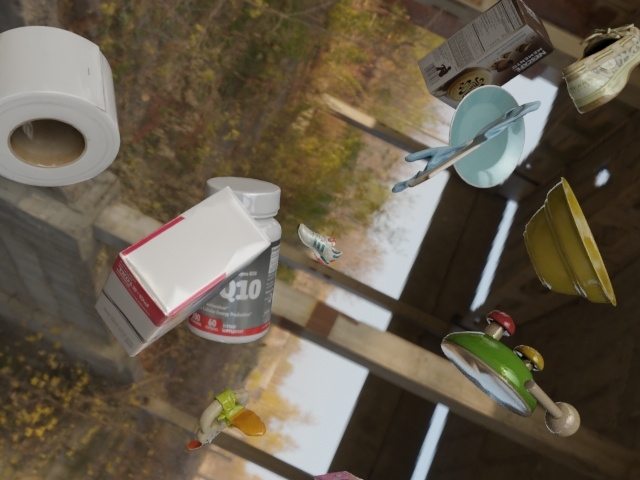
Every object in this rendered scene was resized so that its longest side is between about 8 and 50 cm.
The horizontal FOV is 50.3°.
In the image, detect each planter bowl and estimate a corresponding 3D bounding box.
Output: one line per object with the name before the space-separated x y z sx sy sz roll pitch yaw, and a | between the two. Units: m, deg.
planter bowl | 0.384 0.015 1.083 0.090 0.217 0.217 -22 -160 24

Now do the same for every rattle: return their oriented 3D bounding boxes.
rattle | -0.207 0.437 1.524 0.199 0.143 0.130 -58 168 17

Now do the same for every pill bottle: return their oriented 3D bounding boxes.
pill bottle | -0.160 0.033 1.274 0.161 0.161 0.283 -65 164 -74

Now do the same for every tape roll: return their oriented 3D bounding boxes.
tape roll | -0.495 -0.236 1.232 0.246 0.246 0.169 116 -35 -51

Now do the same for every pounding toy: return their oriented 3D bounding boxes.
pounding toy | 0.319 0.199 1.115 0.110 0.183 0.237 -47 -147 -11

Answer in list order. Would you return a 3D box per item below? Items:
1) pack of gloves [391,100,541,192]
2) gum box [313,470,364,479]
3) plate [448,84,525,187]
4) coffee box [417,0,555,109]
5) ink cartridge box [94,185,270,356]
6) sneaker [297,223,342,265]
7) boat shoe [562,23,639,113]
pack of gloves | 0.209 -0.151 1.030 0.232 0.046 0.195 -33 -179 -13
gum box | 0.077 0.656 1.753 0.188 0.107 0.062 2 -94 55
plate | 0.303 -0.191 1.259 0.024 0.188 0.188 17 -101 58
coffee box | 0.430 -0.482 1.780 0.297 0.168 0.118 -32 -120 31
ink cartridge box | -0.194 0.049 0.919 0.172 0.100 0.237 -37 179 -32
sneaker | 0.000 0.000 1.951 0.075 0.161 0.057 -28 -151 20
boat shoe | 0.508 -0.330 1.215 0.105 0.089 0.285 -29 -165 45
